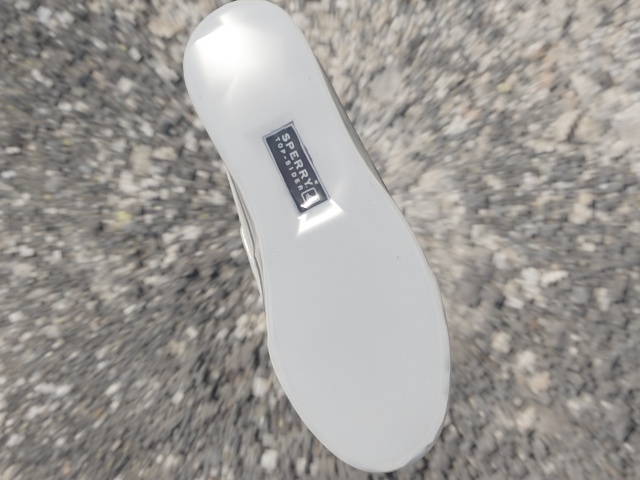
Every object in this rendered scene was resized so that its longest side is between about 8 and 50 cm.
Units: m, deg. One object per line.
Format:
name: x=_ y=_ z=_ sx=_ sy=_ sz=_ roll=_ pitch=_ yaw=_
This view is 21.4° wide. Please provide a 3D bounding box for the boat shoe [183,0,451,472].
boat shoe: x=0.000 y=0.000 z=0.920 sx=0.096 sy=0.088 sz=0.267 roll=-28 pitch=74 yaw=5
